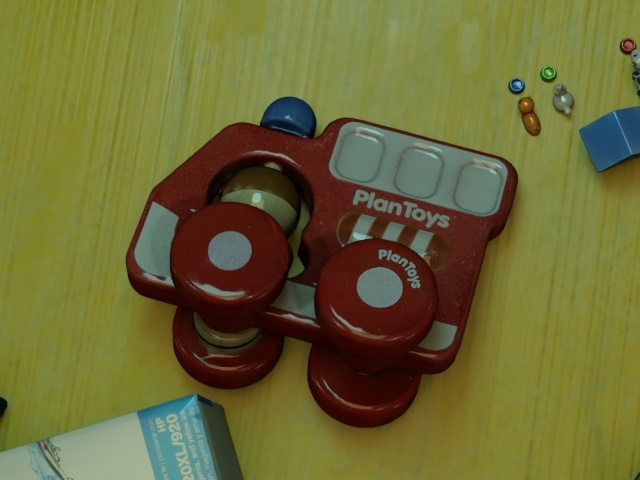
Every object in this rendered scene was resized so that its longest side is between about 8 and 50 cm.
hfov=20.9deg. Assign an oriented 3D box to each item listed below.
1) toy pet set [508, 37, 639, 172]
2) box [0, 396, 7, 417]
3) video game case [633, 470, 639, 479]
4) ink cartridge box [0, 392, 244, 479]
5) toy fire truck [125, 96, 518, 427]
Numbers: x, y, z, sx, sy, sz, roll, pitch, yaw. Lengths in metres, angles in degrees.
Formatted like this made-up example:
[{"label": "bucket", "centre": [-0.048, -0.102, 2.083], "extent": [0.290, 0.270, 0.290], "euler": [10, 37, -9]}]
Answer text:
[{"label": "toy pet set", "centre": [0.242, -0.118, 1.530], "extent": [0.122, 0.065, 0.114], "euler": [-21, 80, 2]}, {"label": "box", "centre": [-0.376, 0.145, 1.472], "extent": [0.153, 0.207, 0.108], "euler": [26, 85, 8]}, {"label": "video game case", "centre": [0.270, 0.335, 1.389], "extent": [0.196, 0.026, 0.274], "euler": [42, 117, 27]}, {"label": "ink cartridge box", "centre": [-0.181, 0.244, 1.459], "extent": [0.233, 0.171, 0.168], "euler": [-17, 80, 2]}, {"label": "toy fire truck", "centre": [0.000, 0.000, 1.503], "extent": [0.302, 0.169, 0.254], "euler": [15, 59, 6]}]
